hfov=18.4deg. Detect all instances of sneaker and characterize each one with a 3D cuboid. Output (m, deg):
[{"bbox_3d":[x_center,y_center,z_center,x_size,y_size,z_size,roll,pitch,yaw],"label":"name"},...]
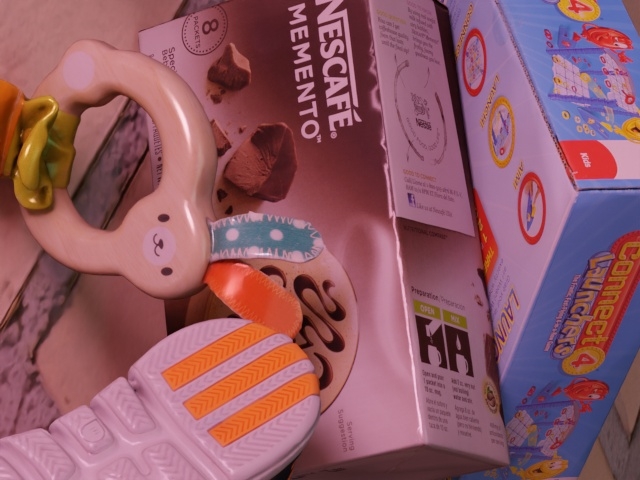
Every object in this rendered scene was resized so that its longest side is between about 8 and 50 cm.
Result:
[{"bbox_3d":[-0.137,0.176,1.015,0.321,0.124,0.180,-24,150,-24],"label":"sneaker"}]

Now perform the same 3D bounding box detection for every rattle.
[{"bbox_3d":[-0.107,-0.024,1.031,0.130,0.199,0.143,-43,157,3],"label":"rattle"}]

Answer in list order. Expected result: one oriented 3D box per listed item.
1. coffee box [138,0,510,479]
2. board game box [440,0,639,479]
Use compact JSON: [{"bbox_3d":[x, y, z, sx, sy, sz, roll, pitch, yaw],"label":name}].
[{"bbox_3d":[0.000,0.000,1.194,0.119,0.168,0.297,21,59,-57],"label":"coffee box"},{"bbox_3d":[0.118,-0.032,1.286,0.308,0.086,0.302,106,-24,-45],"label":"board game box"}]
